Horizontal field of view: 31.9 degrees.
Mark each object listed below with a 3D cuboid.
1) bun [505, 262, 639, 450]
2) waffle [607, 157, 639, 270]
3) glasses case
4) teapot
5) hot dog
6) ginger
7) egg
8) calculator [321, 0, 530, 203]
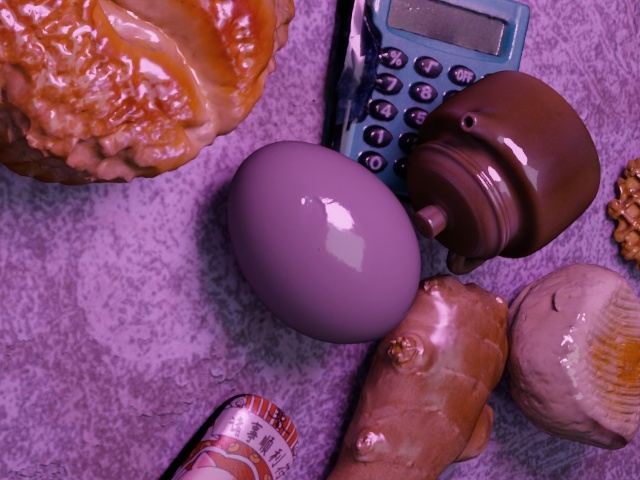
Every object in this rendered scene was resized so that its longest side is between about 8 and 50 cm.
[{"bbox_3d":[0.306,0.149,1.379,0.244,0.153,0.244,12,75,-51],"label":"bun"},{"bbox_3d":[0.469,-0.039,1.463,0.191,0.038,0.191,3,107,10],"label":"waffle"},{"bbox_3d":[-0.125,0.281,1.171,0.103,0.067,0.267,44,73,-24],"label":"glasses case"},{"bbox_3d":[0.168,-0.053,1.176,0.175,0.185,0.268,-34,147,-22],"label":"teapot"},{"bbox_3d":[-0.195,-0.237,0.972,0.367,0.196,0.365,-40,115,-15],"label":"hot dog"},{"bbox_3d":[0.095,0.216,1.300,0.375,0.166,0.236,-54,160,9],"label":"ginger"},{"bbox_3d":[0.000,0.000,1.143,0.232,0.176,0.176,46,73,-20],"label":"egg"},{"bbox_3d":[0.117,-0.169,1.259,0.248,0.058,0.274,8,95,-33],"label":"calculator"}]
